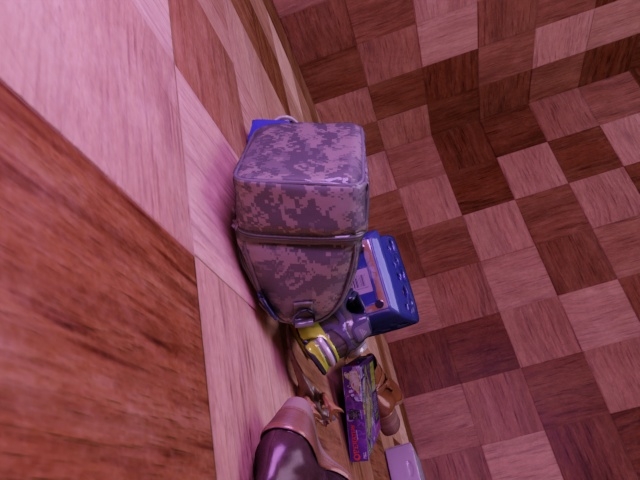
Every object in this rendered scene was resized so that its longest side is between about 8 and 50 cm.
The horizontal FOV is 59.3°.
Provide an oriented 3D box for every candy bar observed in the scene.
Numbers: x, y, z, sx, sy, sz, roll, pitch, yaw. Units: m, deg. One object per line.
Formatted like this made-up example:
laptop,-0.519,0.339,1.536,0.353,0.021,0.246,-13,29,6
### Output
candy bar,-0.041,0.173,1.081,0.040,0.018,0.161,-98,167,-50

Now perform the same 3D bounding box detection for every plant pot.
plant pot,0.083,0.111,1.337,0.212,0.236,0.236,30,44,-71

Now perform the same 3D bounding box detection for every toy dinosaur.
toy dinosaur,-0.022,0.257,0.955,0.112,0.064,0.211,37,-28,55

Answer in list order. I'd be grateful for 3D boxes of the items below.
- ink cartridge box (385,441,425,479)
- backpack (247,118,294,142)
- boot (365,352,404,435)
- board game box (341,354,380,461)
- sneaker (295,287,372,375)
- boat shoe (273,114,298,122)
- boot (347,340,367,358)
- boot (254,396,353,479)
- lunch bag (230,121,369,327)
ink cartridge box,0.286,0.769,1.814,0.219,0.093,0.160,64,12,-49
backpack,-0.100,-0.197,1.211,0.120,0.098,0.101,48,55,-72
boot,0.179,0.455,1.798,0.283,0.109,0.220,-66,135,-67
board game box,0.106,0.401,1.400,0.347,0.056,0.208,38,42,-77
sneaker,0.018,0.129,1.018,0.300,0.121,0.111,-117,-178,-67
boat shoe,-0.052,-0.159,1.398,0.091,0.109,0.305,-99,174,-72
boot,0.090,0.282,1.660,0.086,0.069,0.190,59,6,-2
boot,-0.027,0.341,0.678,0.207,0.090,0.248,-65,140,-61
lunch bag,-0.026,-0.037,0.941,0.305,0.213,0.256,-87,176,-61
